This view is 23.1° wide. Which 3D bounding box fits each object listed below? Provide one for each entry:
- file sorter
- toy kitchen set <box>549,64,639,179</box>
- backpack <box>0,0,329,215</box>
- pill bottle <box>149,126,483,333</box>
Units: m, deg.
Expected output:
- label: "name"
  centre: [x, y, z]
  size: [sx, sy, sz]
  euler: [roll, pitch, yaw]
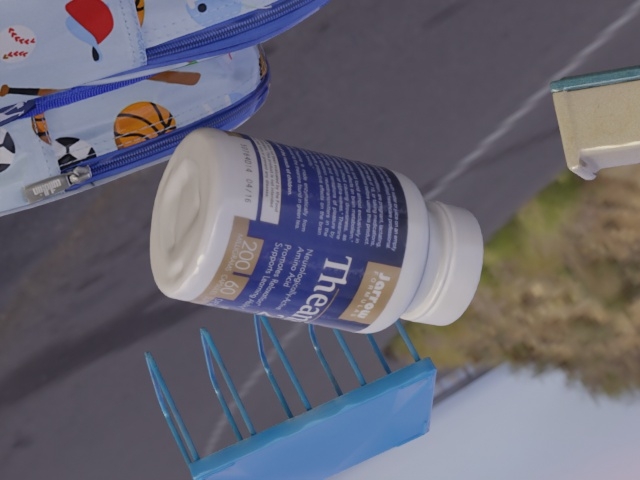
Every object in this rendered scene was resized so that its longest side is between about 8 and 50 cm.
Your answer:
- label: "file sorter"
  centre: [-0.022, 0.102, 1.062]
  size: [0.170, 0.104, 0.118]
  euler: [-23, 155, -10]
- label: "toy kitchen set"
  centre: [0.272, -0.102, 1.109]
  size: [0.166, 0.122, 0.207]
  euler: [-8, 169, 25]
- label: "backpack"
  centre: [-0.114, -0.147, 0.725]
  size: [0.263, 0.276, 0.213]
  euler: [-23, 129, -7]
- label: "pill bottle"
  centre: [0.000, 0.000, 0.608]
  size: [0.120, 0.067, 0.067]
  euler: [12, 149, -25]
